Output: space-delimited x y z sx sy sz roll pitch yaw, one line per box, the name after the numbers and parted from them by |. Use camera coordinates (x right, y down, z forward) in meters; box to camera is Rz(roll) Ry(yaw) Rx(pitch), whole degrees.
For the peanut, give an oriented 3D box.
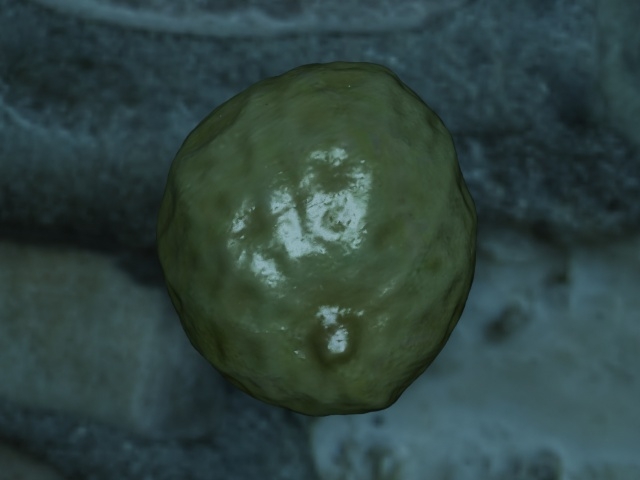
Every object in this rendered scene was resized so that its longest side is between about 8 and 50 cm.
0.000 0.000 0.457 0.140 0.109 0.159 -21 77 13 | peanut
